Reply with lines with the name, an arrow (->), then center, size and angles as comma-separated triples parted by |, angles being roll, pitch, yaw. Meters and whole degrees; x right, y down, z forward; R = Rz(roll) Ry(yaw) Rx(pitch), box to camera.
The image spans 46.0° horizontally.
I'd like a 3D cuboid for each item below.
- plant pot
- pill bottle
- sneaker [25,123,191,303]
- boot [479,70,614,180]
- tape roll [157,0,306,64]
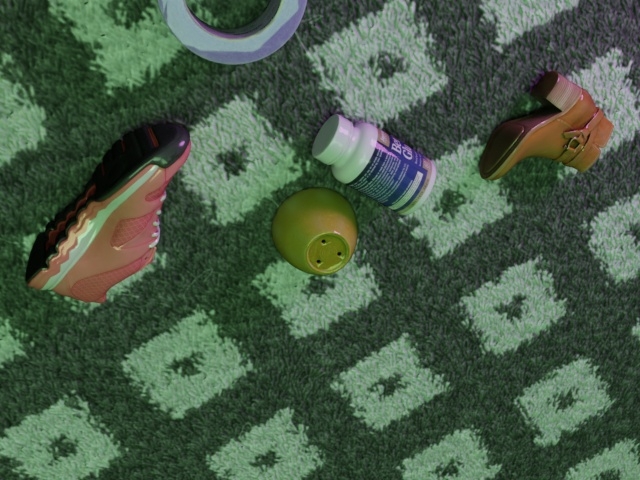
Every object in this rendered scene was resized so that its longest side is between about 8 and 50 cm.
plant pot -> 0.000, 0.000, 1.123 | 0.134, 0.095, 0.134 | -5, 116, -11
pill bottle -> 0.076, -0.112, 1.090 | 0.169, 0.094, 0.094 | 27, 106, -23
sneaker -> -0.269, -0.032, 1.052 | 0.314, 0.116, 0.136 | -43, 127, 16
boot -> 0.352, -0.143, 1.158 | 0.152, 0.073, 0.197 | 31, 107, -28
tape roll -> -0.114, -0.325, 0.954 | 0.189, 0.080, 0.189 | -6, 116, -12
